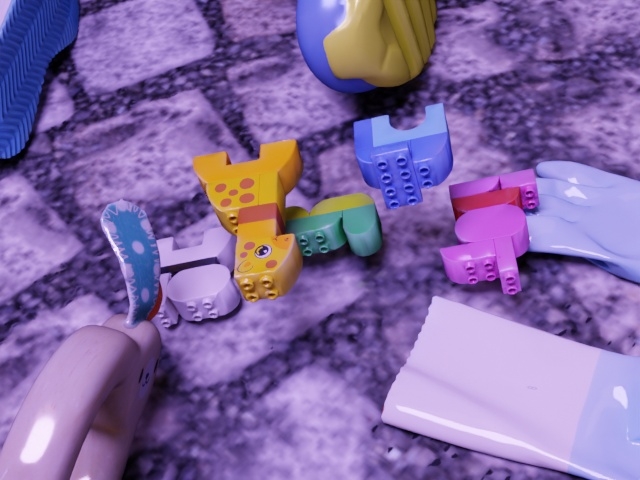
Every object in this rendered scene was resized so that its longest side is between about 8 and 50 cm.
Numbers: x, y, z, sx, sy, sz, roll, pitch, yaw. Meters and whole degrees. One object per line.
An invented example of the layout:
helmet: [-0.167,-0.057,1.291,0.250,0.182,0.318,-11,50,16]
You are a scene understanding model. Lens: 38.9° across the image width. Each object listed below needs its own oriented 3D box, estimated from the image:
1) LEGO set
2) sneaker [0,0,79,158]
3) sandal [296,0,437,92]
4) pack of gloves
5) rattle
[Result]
LEGO set: [0.000,0.000,0.465,0.227,0.087,0.093,-11,46,11]
sneaker: [-0.244,-0.153,0.662,0.092,0.087,0.228,-2,48,13]
sandal: [0.013,-0.210,0.645,0.138,0.126,0.317,-5,41,12]
pack of gloves: [0.170,0.032,0.446,0.232,0.046,0.195,13,55,22]
rattle: [-0.062,0.082,0.411,0.143,0.130,0.199,5,42,16]
